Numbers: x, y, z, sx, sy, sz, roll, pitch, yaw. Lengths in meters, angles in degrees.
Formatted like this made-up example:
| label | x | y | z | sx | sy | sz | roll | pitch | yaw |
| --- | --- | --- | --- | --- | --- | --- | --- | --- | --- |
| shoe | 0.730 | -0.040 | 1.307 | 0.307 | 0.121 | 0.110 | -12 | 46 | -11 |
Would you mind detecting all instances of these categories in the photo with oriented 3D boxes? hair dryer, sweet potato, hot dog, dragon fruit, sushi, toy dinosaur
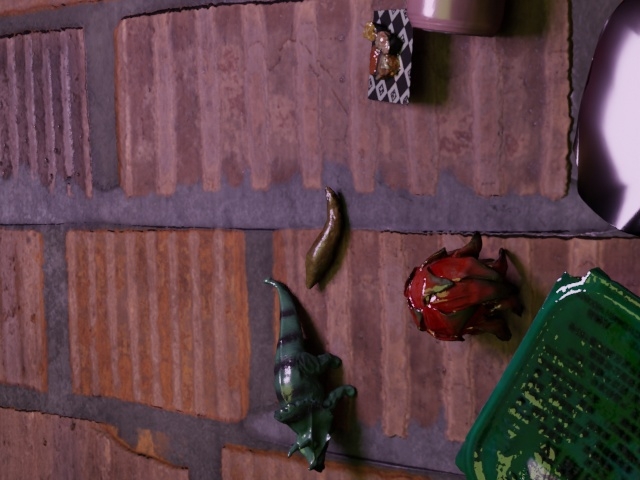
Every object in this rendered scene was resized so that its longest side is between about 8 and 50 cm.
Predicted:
| label | x | y | z | sx | sy | sz | roll | pitch | yaw |
| --- | --- | --- | --- | --- | --- | --- | --- | --- | --- |
| hair dryer | 0.270 | -0.340 | 1.420 | 0.352 | 0.125 | 0.210 | 14 | 103 | 33 |
| sweet potato | 0.006 | 0.001 | 1.700 | 0.041 | 0.038 | 0.153 | 17 | 103 | 11 |
| hot dog | 0.401 | -0.172 | 1.317 | 0.194 | 0.107 | 0.326 | 41 | 118 | 42 |
| dragon fruit | 0.179 | 0.071 | 1.531 | 0.142 | 0.130 | 0.121 | -27 | 36 | 21 |
| sushi | 0.083 | -0.247 | 1.593 | 0.120 | 0.026 | 0.126 | -161 | 73 | -64 |
| toy dinosaur | -0.018 | 0.189 | 1.718 | 0.079 | 0.120 | 0.292 | -33 | 50 | 46 |

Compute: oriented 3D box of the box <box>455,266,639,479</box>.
| label | x | y | z | sx | sy | sz | roll | pitch | yaw |
| --- | --- | --- | --- | --- | --- | --- | --- | --- | --- |
| box | 0.344 | 0.222 | 1.422 | 0.264 | 0.106 | 0.337 | 39 | 116 | 29 |
